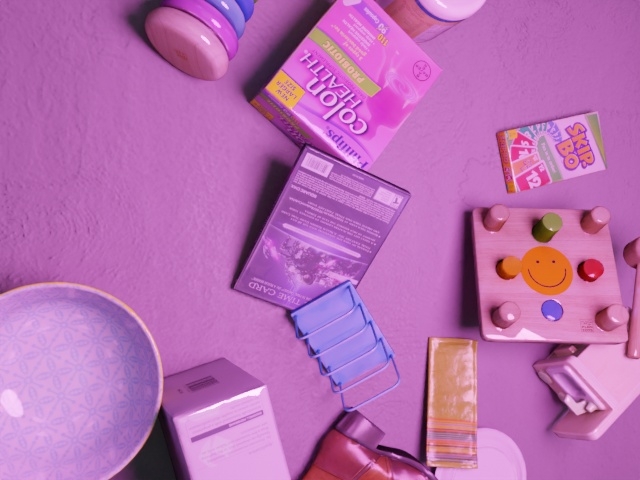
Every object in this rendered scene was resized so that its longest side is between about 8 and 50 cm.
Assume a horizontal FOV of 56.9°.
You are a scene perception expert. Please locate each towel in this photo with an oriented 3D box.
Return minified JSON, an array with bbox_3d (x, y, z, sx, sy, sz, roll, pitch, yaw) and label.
[{"bbox_3d":[0.249,0.304,1.109,0.102,0.021,0.237,6,79,-13],"label":"towel"}]

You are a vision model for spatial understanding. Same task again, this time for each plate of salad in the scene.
[{"bbox_3d":[0.306,0.461,1.140,0.199,0.048,0.200,1,88,-16],"label":"plate of salad"}]

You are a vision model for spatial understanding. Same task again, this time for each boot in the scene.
[{"bbox_3d":[0.065,0.478,1.021,0.264,0.096,0.280,41,79,-8],"label":"boot"}]

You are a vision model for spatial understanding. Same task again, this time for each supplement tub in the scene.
[{"bbox_3d":[0.179,-0.421,1.005,0.144,0.199,0.144,-1,92,-19],"label":"supplement tub"}]

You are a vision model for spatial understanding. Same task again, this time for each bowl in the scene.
[{"bbox_3d":[-0.376,0.198,0.846,0.289,0.156,0.290,0,90,-18],"label":"bowl"}]

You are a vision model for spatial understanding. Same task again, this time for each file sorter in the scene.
[{"bbox_3d":[0.045,0.179,0.990,0.118,0.104,0.170,-30,108,5],"label":"file sorter"}]

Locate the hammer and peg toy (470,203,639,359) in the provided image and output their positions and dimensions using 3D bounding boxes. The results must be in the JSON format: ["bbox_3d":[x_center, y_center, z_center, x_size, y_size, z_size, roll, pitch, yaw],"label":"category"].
[{"bbox_3d":[0.459,0.066,1.060,0.361,0.127,0.266,2,68,0],"label":"hammer and peg toy"}]

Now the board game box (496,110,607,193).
[{"bbox_3d":[0.484,-0.183,1.203,0.259,0.039,0.124,-15,96,-21],"label":"board game box"}]

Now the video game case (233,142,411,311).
[{"bbox_3d":[0.000,0.000,0.981,0.196,0.026,0.274,23,111,-18],"label":"video game case"}]

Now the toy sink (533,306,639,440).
[{"bbox_3d":[0.520,0.253,1.142,0.234,0.153,0.131,-39,81,-14],"label":"toy sink"}]

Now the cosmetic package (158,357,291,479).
[{"bbox_3d":[-0.148,0.319,0.886,0.138,0.224,0.225,-15,96,-24],"label":"cosmetic package"}]

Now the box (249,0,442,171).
[{"bbox_3d":[0.043,-0.262,1.004,0.213,0.117,0.243,40,79,-15],"label":"box"}]

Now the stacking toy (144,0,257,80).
[{"bbox_3d":[-0.137,-0.424,0.946,0.141,0.141,0.330,33,74,-16],"label":"stacking toy"}]
